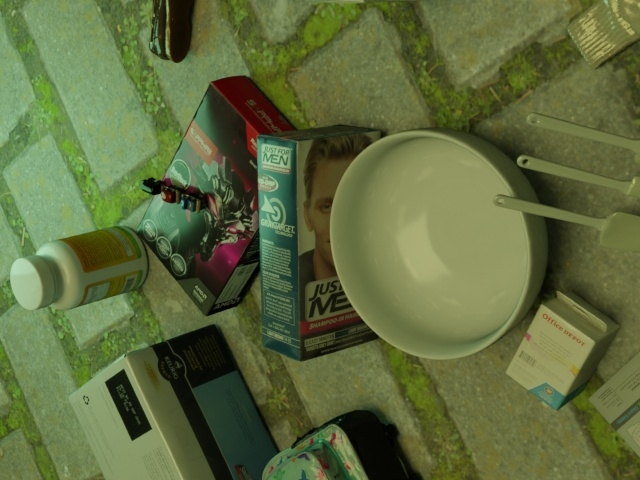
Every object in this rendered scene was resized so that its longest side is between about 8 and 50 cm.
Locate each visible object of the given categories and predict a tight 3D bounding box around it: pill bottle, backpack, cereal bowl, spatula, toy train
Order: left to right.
[{"bbox_3d":[-0.470,0.058,1.983,0.136,0.245,0.136,11,108,38],"label":"pill bottle"},{"bbox_3d":[-0.260,-0.080,1.787,0.158,0.036,0.027,21,114,36],"label":"toy train"},{"bbox_3d":[0.015,0.430,1.723,0.253,0.191,0.225,-36,78,45],"label":"backpack"},{"bbox_3d":[0.186,-0.003,1.486,0.339,0.141,0.339,11,108,38],"label":"cereal bowl"},{"bbox_3d":[0.351,-0.074,1.303,0.019,0.242,0.168,-99,24,-56],"label":"spatula"}]

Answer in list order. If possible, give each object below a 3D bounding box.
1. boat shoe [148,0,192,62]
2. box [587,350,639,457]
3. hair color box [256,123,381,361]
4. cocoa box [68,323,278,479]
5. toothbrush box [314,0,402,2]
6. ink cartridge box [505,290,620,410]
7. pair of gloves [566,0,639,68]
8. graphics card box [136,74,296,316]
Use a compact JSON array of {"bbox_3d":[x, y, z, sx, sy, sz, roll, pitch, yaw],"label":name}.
[{"bbox_3d":[-0.268,-0.420,1.804,0.073,0.073,0.207,28,118,30],"label":"boat shoe"},{"bbox_3d":[0.468,0.235,1.349,0.186,0.038,0.145,50,128,18],"label":"box"},{"bbox_3d":[0.000,0.000,1.614,0.105,0.173,0.347,15,111,48],"label":"hair color box"},{"bbox_3d":[-0.261,0.372,1.901,0.231,0.228,0.347,-34,79,41],"label":"cocoa box"},{"bbox_3d":[0.079,-0.479,1.403,0.126,0.216,0.296,14,109,37],"label":"toothbrush box"},{"bbox_3d":[0.343,0.145,1.426,0.092,0.090,0.143,38,122,27],"label":"ink cartridge box"},{"bbox_3d":[0.374,-0.363,1.300,0.204,0.042,0.240,-27,84,41],"label":"pair of gloves"},{"bbox_3d":[-0.169,-0.073,1.798,0.233,0.094,0.371,48,128,20],"label":"graphics card box"}]
